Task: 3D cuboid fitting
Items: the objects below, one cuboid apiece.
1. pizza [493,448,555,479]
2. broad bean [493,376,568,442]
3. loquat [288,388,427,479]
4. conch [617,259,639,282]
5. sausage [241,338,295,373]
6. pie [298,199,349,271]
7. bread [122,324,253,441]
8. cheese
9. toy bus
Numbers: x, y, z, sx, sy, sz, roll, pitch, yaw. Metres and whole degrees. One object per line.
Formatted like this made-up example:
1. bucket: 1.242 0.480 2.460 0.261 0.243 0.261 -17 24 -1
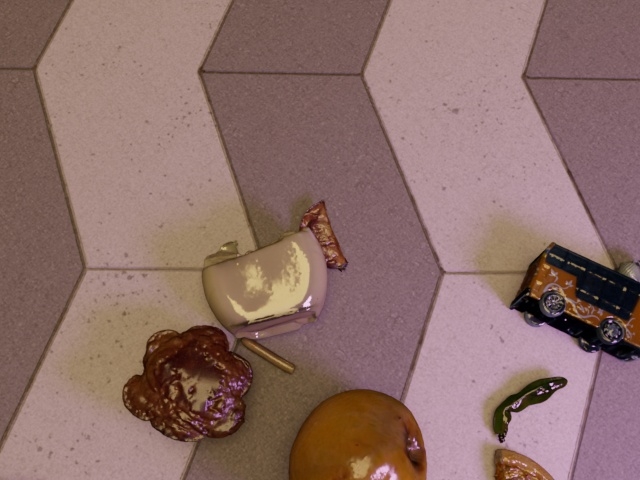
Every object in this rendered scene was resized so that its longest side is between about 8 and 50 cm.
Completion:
1. pizza: 0.437 0.528 1.376 0.127 0.058 0.247 -20 72 -7
2. broad bean: 0.430 0.339 1.440 0.195 0.046 0.061 -40 90 -7
3. loquat: 0.067 0.429 1.303 0.274 0.275 0.275 0 73 -1
4. conch: 0.696 0.083 1.521 0.076 0.056 0.085 -28 95 -29
5. sausage: -0.114 0.244 1.466 0.132 0.024 0.024 30 75 7
6. pie: 0.000 0.000 1.538 0.092 0.034 0.170 -24 79 -5
7. bread: -0.251 0.289 1.390 0.246 0.135 0.232 22 73 6
8. cheese: -0.116 0.082 1.460 0.265 0.127 0.233 -16 75 -3
9. toy bus: 0.570 0.134 1.461 0.275 0.138 0.167 26 72 9
